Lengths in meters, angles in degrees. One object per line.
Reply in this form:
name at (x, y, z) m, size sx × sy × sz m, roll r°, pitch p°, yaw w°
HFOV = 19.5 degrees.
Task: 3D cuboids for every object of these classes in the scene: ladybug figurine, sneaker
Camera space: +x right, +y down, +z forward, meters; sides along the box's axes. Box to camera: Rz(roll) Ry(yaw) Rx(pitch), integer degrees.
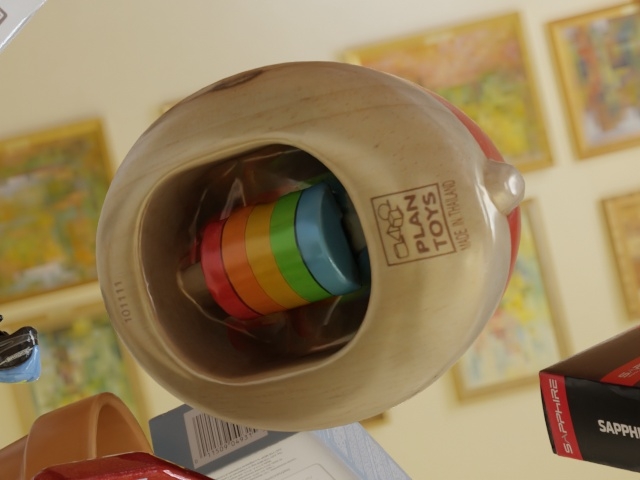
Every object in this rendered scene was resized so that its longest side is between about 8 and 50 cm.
ladybug figurine at (0.000, 0.000, 1.570) m, size 0.449 × 0.305 × 0.162 m, roll -11°, pitch -176°, yaw 41°
sneaker at (-0.382, 0.112, 2.038) m, size 0.188 × 0.078 × 0.067 m, roll 5°, pitch 175°, yaw 28°

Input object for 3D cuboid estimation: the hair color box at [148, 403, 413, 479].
hair color box at (-0.019, 0.294, 2.128) m, size 0.185 × 0.113 × 0.374 m, roll -26°, pitch 138°, yaw 13°

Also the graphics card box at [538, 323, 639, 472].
graphics card box at (0.390, 0.128, 1.569) m, size 0.233 × 0.094 × 0.371 m, roll -21°, pitch -165°, yaw -30°

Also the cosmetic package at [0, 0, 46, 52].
cosmetic package at (-0.295, -0.215, 1.439) m, size 0.151 × 0.151 × 0.184 m, roll -56°, pitch -163°, yaw -26°

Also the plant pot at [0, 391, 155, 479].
plant pot at (-0.230, 0.288, 1.513) m, size 0.204 × 0.290 × 0.291 m, roll -15°, pitch -178°, yaw 5°

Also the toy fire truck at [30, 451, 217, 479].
toy fire truck at (-0.127, 0.289, 1.310) m, size 0.254 × 0.302 × 0.169 m, roll -5°, pitch -161°, yaw -35°
